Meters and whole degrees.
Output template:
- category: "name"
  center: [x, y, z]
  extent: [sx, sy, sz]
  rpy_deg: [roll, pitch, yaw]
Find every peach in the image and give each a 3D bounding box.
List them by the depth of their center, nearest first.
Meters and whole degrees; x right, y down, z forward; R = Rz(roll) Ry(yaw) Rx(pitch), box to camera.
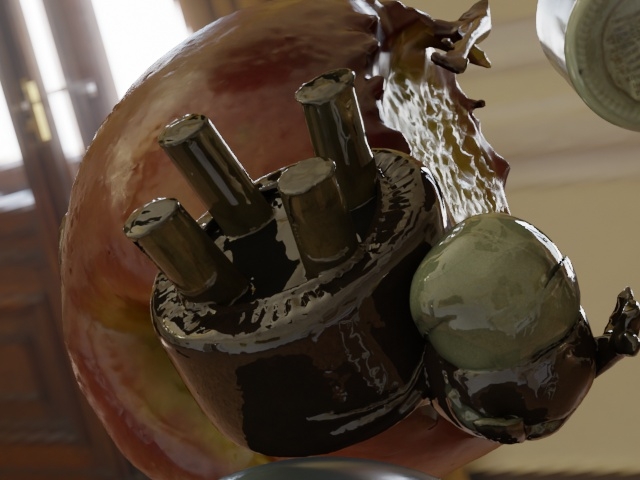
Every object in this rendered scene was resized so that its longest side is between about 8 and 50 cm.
- category: "peach"
  center: [-0.018, 0.010, 1.257]
  extent: [0.310, 0.335, 0.406]
  rpy_deg: [-10, 29, 17]

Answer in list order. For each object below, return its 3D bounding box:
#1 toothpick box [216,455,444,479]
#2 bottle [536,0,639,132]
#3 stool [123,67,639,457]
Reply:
- category: "toothpick box"
  center: [0.000, 0.244, 0.735]
  extent: [0.263, 0.263, 0.355]
  rpy_deg: [-28, -25, -45]
- category: "bottle"
  center: [0.190, -0.134, 1.142]
  extent: [0.104, 0.104, 0.245]
  rpy_deg: [-14, 11, 4]
- category: "stool"
  center: [0.015, 0.014, 0.698]
  extent: [0.217, 0.121, 0.125]
  rpy_deg: [9, 43, 41]
